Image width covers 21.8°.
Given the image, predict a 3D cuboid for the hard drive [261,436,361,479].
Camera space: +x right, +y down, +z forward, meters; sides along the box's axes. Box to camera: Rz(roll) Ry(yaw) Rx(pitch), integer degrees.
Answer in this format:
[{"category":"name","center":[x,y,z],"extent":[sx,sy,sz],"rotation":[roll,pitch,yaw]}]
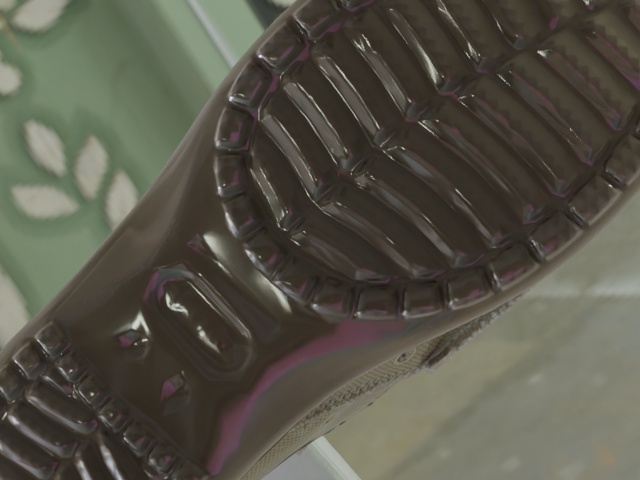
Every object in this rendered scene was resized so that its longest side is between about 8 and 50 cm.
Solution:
[{"category":"hard drive","center":[-0.087,0.158,0.905],"extent":[0.203,0.040,0.307],"rotation":[-27,-32,4]}]

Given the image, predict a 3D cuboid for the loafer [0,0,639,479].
[{"category":"loafer","center":[0.000,0.000,0.483],"extent":[0.268,0.102,0.092],"rotation":[-39,-4,15]}]
